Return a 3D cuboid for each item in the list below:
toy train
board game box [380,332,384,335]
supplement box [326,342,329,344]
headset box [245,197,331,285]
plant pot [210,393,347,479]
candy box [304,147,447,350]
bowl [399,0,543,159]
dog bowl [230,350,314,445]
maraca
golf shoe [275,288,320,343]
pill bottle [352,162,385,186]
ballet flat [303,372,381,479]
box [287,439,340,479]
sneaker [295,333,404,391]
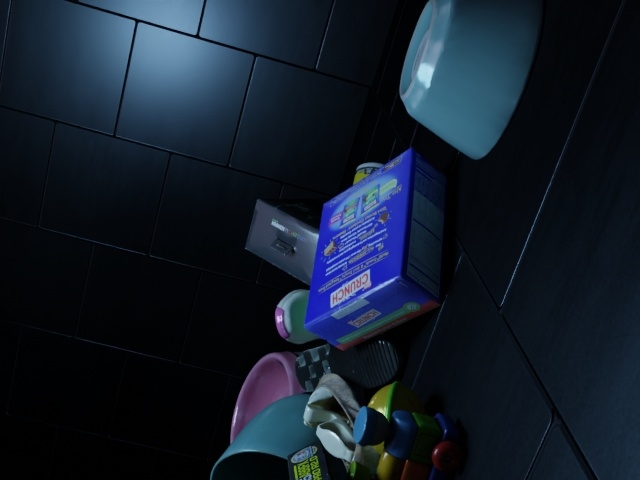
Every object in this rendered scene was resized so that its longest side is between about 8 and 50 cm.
[{"bbox_3d":[0.097,0.359,1.060,0.105,0.143,0.248,-107,33,-80],"label":"toy train"},{"bbox_3d":[0.108,0.214,1.790,0.193,0.045,0.146,112,171,-47],"label":"board game box"},{"bbox_3d":[0.033,0.341,2.131,0.043,0.055,0.083,-87,12,-57],"label":"supplement box"},{"bbox_3d":[0.000,0.000,1.763,0.283,0.246,0.131,-4,-65,-51],"label":"headset box"},{"bbox_3d":[-0.051,0.469,1.575,0.235,0.293,0.293,-57,-12,-54],"label":"plant pot"},{"bbox_3d":[0.110,0.019,1.449,0.268,0.122,0.317,-31,36,41],"label":"candy box"},{"bbox_3d":[0.242,-0.311,1.291,0.311,0.163,0.311,-164,90,-84],"label":"bowl"},{"bbox_3d":[-0.097,0.472,1.941,0.408,0.150,0.408,-41,40,45],"label":"dog bowl"},{"bbox_3d":[0.126,0.300,1.202,0.185,0.099,0.127,66,-147,-55],"label":"maraca"},{"bbox_3d":[0.030,0.147,1.569,0.306,0.140,0.115,-5,-99,-55],"label":"golf shoe"},{"bbox_3d":[0.133,-0.088,1.954,0.119,0.119,0.208,121,162,-69],"label":"pill bottle"},{"bbox_3d":[0.031,0.342,1.412,0.316,0.106,0.107,-145,62,-61],"label":"ballet flat"},{"bbox_3d":[0.040,0.439,1.035,0.270,0.060,0.216,64,178,-7],"label":"box"},{"bbox_3d":[0.089,0.245,1.575,0.330,0.146,0.122,-20,80,55],"label":"sneaker"}]
